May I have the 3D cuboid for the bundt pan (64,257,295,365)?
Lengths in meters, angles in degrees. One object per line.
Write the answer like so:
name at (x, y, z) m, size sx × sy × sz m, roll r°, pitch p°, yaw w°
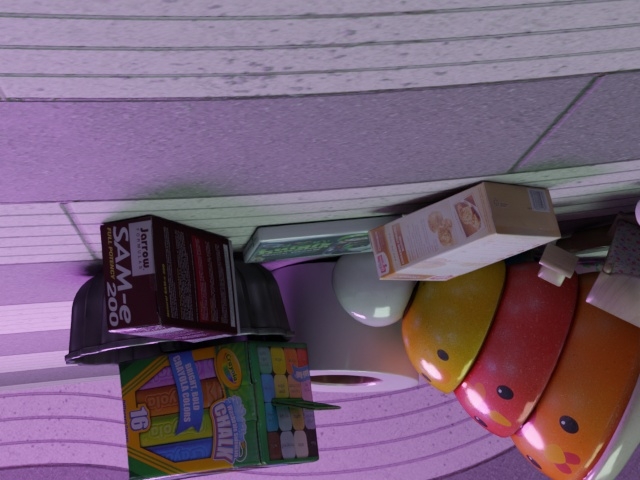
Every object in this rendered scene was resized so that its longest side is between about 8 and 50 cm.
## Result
bundt pan at (-0.205, 0.098, 1.958) m, size 0.330 × 0.124 × 0.331 m, roll -6°, pitch 171°, yaw -1°

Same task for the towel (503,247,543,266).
towel at (0.296, 0.124, 2.354) m, size 0.370 × 0.040 × 0.271 m, roll -14°, pitch 132°, yaw 47°

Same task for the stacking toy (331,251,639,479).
stacking toy at (0.238, 0.137, 1.981) m, size 0.479 × 0.351 × 0.350 m, roll 21°, pitch 170°, yaw 0°

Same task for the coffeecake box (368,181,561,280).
coffeecake box at (0.177, -0.008, 1.698) m, size 0.185 × 0.068 × 0.142 m, roll -23°, pitch 163°, yaw 39°

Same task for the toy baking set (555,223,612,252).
toy baking set at (0.488, -0.015, 2.080) m, size 0.196 × 0.030 × 0.256 m, roll -7°, pitch 176°, yaw -31°

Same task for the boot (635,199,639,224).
boot at (0.476, -0.038, 1.783) m, size 0.190 × 0.069 × 0.086 m, roll -6°, pitch 176°, yaw -20°

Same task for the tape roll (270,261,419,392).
tape roll at (0.034, 0.140, 2.148) m, size 0.246 × 0.169 × 0.246 m, roll 2°, pitch 166°, yaw 0°

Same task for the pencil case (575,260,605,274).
pencil case at (0.482, 0.094, 2.455) m, size 0.284 × 0.124 × 0.124 m, roll -3°, pitch 170°, yaw -30°

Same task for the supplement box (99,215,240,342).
supplement box at (-0.179, 0.052, 1.674) m, size 0.073 × 0.130 × 0.239 m, roll -9°, pitch 170°, yaw 17°

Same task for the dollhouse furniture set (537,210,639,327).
dollhouse furniture set at (0.511, -0.014, 1.866) m, size 0.355 × 0.174 × 0.303 m, roll 26°, pitch -145°, yaw 5°

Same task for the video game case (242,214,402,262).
video game case at (0.000, 0.000, 1.820) m, size 0.190 × 0.022 × 0.173 m, roll -5°, pitch 170°, yaw -11°

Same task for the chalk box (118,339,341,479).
chalk box at (-0.117, 0.240, 1.967) m, size 0.288 × 0.179 × 0.180 m, roll -12°, pitch 169°, yaw 24°
